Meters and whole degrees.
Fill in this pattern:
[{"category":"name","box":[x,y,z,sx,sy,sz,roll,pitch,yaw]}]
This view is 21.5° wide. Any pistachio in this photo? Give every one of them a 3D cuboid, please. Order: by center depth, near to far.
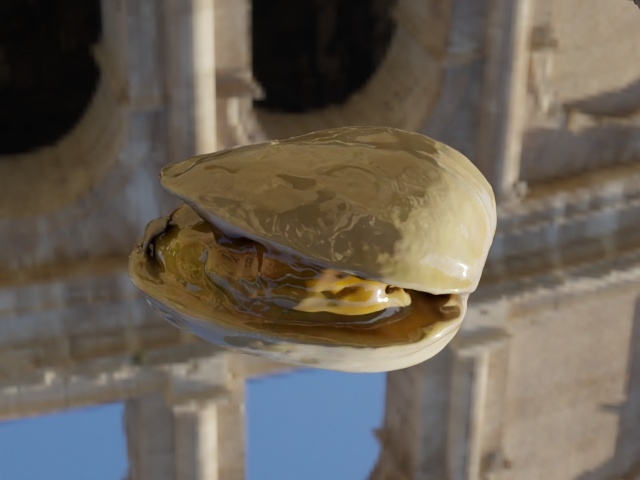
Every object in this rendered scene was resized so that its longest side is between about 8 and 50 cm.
[{"category":"pistachio","box":[0.000,0.000,1.018,0.229,0.157,0.157,4,-152,-27]}]

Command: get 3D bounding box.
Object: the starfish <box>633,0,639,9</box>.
[{"category":"starfish","box":[0.142,-0.081,0.482,0.053,0.150,0.210,-14,-135,-43]}]
